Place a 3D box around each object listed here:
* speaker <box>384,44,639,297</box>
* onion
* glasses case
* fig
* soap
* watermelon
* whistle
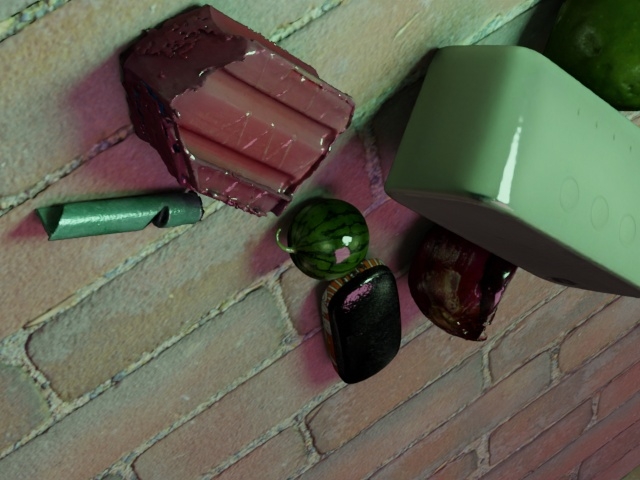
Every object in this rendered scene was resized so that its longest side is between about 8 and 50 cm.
[{"bbox_3d":[0.265,-0.075,1.567,0.406,0.183,0.184,25,79,-45],"label":"speaker"},{"bbox_3d":[0.214,0.021,1.804,0.218,0.140,0.195,-58,162,-20],"label":"onion"},{"bbox_3d":[0.058,0.114,1.810,0.103,0.067,0.266,-33,150,-15],"label":"glasses case"},{"bbox_3d":[0.351,-0.226,1.566,0.245,0.195,0.195,-38,156,29],"label":"fig"},{"bbox_3d":[-0.085,-0.125,1.268,0.162,0.099,0.250,-46,152,12],"label":"soap"},{"bbox_3d":[0.006,0.002,1.556,0.109,0.109,0.109,-29,150,-19],"label":"watermelon"},{"bbox_3d":[-0.200,-0.026,1.335,0.186,0.039,0.039,-7,138,-45],"label":"whistle"}]
